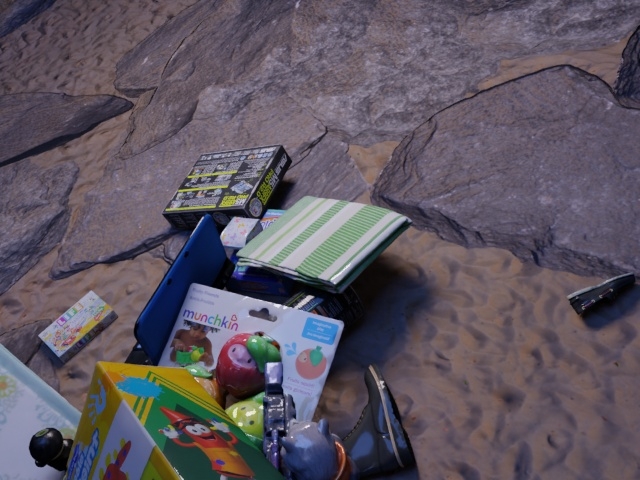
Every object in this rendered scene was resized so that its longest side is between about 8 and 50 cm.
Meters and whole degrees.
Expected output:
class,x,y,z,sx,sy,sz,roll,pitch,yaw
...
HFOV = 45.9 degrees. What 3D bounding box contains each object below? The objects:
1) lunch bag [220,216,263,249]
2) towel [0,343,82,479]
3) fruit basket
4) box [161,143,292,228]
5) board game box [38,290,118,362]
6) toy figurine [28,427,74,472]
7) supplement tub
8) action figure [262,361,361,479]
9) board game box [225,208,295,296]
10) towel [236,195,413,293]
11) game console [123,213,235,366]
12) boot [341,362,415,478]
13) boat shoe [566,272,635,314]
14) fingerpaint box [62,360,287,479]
class,x,y,z,sx,sy,sz,roll,pitch,yaw
lunch bag,-0.175,-0.009,1.663,0.071,0.053,0.083,5,41,27
towel,-0.651,0.371,1.416,0.374,0.090,0.320,39,68,1
fruit basket,-0.162,0.266,1.334,0.327,0.165,0.353,13,76,22
box,-0.226,-0.128,1.823,0.270,0.060,0.216,-2,47,35
board game box,-0.546,0.193,1.704,0.103,0.026,0.154,29,64,39
toy figurine,-0.442,0.451,1.290,0.209,0.148,0.213,26,67,23
supplement tub,-0.020,0.155,1.470,0.190,0.117,0.117,-37,46,-14
action figure,0.004,0.341,1.117,0.178,0.330,0.341,-9,50,5
board game box,-0.108,0.022,1.678,0.160,0.047,0.210,4,49,26
towel,0.000,0.000,1.542,0.325,0.038,0.248,12,45,48
game console,-0.314,0.115,1.530,0.250,0.173,0.293,-9,43,44
boot,0.070,0.319,1.316,0.137,0.077,0.198,-23,43,6
boat shoe,0.515,0.095,1.372,0.133,0.049,0.042,-21,72,-8
fingerpaint box,-0.238,0.448,1.037,0.371,0.163,0.445,28,103,52
